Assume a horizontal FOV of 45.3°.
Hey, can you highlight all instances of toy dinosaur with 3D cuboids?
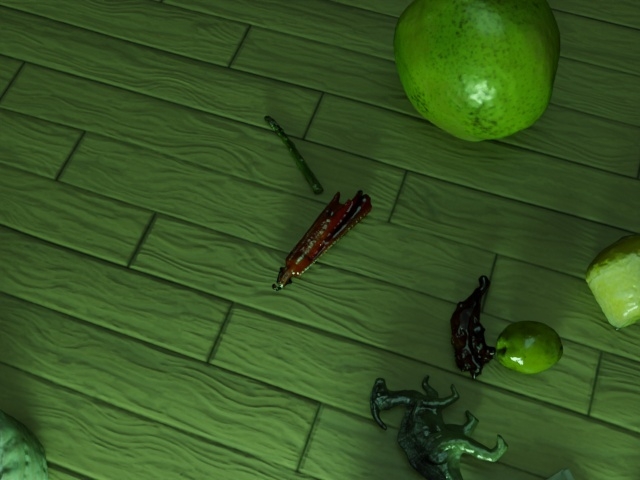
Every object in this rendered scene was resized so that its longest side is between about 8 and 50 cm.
[{"bbox_3d":[0.221,0.362,1.463,0.162,0.077,0.294,-36,54,-10],"label":"toy dinosaur"}]

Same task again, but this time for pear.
[{"bbox_3d":[0.412,0.210,1.514,0.131,0.107,0.107,-9,64,-15],"label":"pear"},{"bbox_3d":[0.351,-0.399,1.682,0.391,0.391,0.391,-1,64,2],"label":"pear"}]

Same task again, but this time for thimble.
[{"bbox_3d":[-0.664,0.436,1.388,0.292,0.195,0.291,-1,63,2],"label":"thimble"}]

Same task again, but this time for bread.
[{"bbox_3d":[0.635,0.073,1.537,0.197,0.197,0.170,-19,78,-7],"label":"bread"}]

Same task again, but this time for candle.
[{"bbox_3d":[0.000,0.000,1.653,0.084,0.059,0.301,32,69,26],"label":"candle"}]

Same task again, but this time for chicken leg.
[{"bbox_3d":[0.308,0.175,1.562,0.090,0.048,0.219,2,64,-1],"label":"chicken leg"}]

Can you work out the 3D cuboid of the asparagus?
[{"bbox_3d":[-0.063,-0.204,1.773,0.024,0.025,0.248,-46,64,27],"label":"asparagus"}]

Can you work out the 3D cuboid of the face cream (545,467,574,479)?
[{"bbox_3d":[0.370,0.499,1.402,0.244,0.058,0.092,-16,59,-12],"label":"face cream"}]
